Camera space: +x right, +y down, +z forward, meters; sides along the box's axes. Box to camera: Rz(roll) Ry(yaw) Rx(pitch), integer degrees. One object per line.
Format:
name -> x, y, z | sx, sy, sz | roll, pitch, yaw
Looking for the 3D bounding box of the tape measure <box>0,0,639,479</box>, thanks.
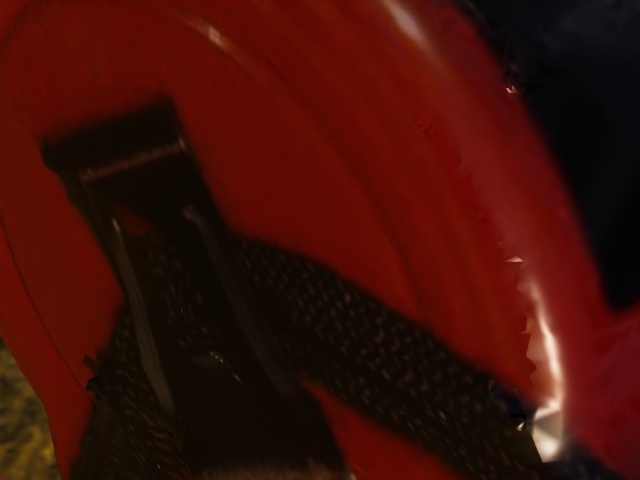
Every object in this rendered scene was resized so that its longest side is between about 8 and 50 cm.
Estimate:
tape measure -> 0.000, 0.000, 0.495 | 0.114, 0.253, 0.260 | -34, 100, -36
